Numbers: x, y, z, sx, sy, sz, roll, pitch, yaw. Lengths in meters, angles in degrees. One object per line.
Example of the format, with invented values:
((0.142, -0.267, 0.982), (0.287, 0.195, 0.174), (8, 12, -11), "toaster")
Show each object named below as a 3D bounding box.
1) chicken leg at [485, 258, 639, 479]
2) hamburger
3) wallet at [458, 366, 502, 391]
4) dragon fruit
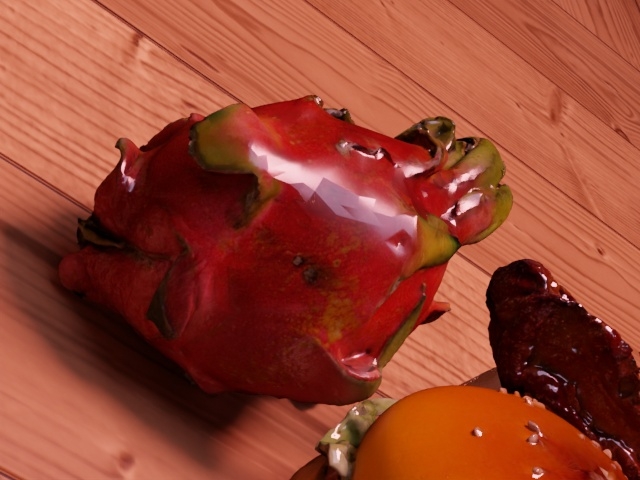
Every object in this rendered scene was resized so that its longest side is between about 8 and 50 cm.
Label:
((0.176, 0.137, 1.120), (0.322, 0.083, 0.177), (61, -4, -25), "chicken leg")
((0.095, 0.180, 0.955), (0.246, 0.170, 0.246), (36, 29, -25), "hamburger")
((0.114, 0.149, 1.188), (0.110, 0.031, 0.198), (52, 25, 11), "wallet")
((-0.015, -0.011, 1.035), (0.200, 0.198, 0.269), (24, 37, 19), "dragon fruit")
